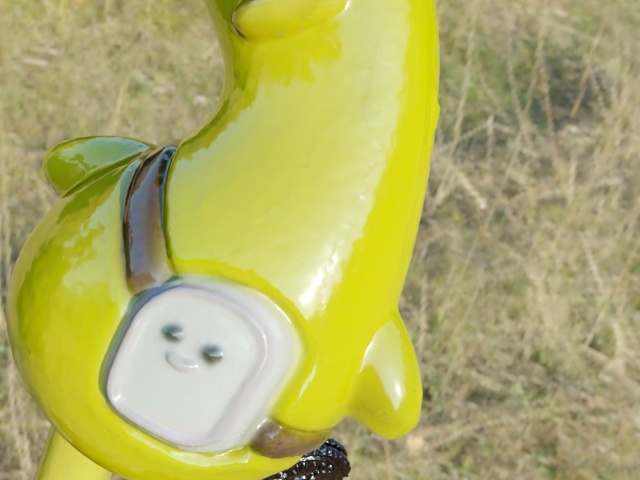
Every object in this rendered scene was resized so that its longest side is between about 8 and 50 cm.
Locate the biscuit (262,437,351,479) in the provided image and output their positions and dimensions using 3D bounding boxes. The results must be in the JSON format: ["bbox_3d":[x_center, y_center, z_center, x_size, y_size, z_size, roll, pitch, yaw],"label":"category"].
[{"bbox_3d":[-0.020,0.198,1.139,0.089,0.087,0.027,0,42,-22],"label":"biscuit"}]

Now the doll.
[{"bbox_3d":[-0.030,-0.007,0.564,0.199,0.363,0.145,26,14,14],"label":"doll"}]
